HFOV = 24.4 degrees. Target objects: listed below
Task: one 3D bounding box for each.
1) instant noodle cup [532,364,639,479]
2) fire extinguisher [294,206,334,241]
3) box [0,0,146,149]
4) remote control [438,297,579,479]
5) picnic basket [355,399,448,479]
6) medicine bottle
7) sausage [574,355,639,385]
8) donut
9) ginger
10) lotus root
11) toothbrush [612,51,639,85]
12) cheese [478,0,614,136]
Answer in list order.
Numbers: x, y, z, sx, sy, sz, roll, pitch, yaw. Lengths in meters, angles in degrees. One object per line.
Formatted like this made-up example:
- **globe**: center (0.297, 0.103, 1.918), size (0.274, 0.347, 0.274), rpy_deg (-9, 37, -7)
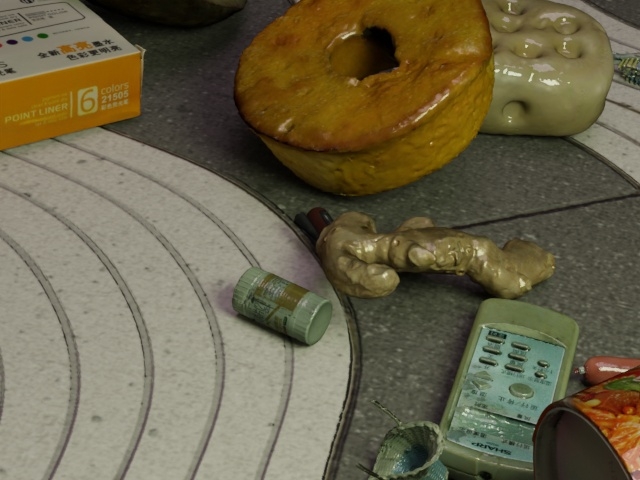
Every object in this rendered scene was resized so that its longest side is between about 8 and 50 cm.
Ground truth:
- **instant noodle cup**: center (0.281, 0.184, 1.072), size (0.192, 0.250, 0.250), rpy_deg (-14, 39, -15)
- **fire extinguisher**: center (0.003, -0.005, 1.456), size (0.032, 0.046, 0.100), rpy_deg (-38, 35, 4)
- **box**: center (-0.361, -0.186, 1.615), size (0.274, 0.091, 0.221), rpy_deg (-20, 42, -35)
- **remote control**: center (0.165, 0.130, 1.293), size (0.098, 0.038, 0.233), rpy_deg (13, 35, 10)
- **picnic basket**: center (0.062, 0.173, 1.178), size (0.083, 0.083, 0.065), rpy_deg (43, 46, -23)
- **medicine bottle**: center (-0.035, 0.059, 1.352), size (0.083, 0.047, 0.047), rpy_deg (24, 38, 23)
- **sausage**: center (0.338, 0.124, 1.337), size (0.223, 0.029, 0.029), rpy_deg (4, 34, -4)
- **donut**: center (0.056, -0.164, 1.567), size (0.303, 0.110, 0.303), rpy_deg (-15, 41, 13)
- **ginger**: center (0.106, 0.009, 1.413), size (0.259, 0.065, 0.149), rpy_deg (-4, 26, -35)
- **lotus root**: center (-0.216, -0.327, 1.793), size (0.210, 0.142, 0.314), rpy_deg (60, 20, 13)
- **toothbrush**: center (0.246, -0.258, 1.879), size (0.413, 0.035, 0.042), rpy_deg (17, 38, 15)
- **cheese**: center (0.222, -0.199, 1.716), size (0.218, 0.117, 0.235), rpy_deg (-19, 39, -30)
